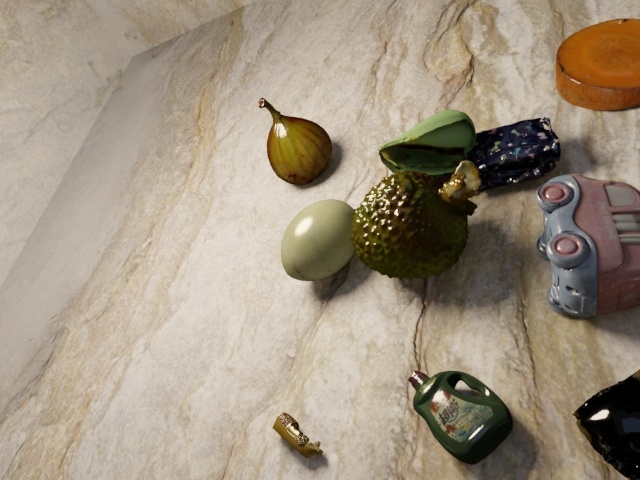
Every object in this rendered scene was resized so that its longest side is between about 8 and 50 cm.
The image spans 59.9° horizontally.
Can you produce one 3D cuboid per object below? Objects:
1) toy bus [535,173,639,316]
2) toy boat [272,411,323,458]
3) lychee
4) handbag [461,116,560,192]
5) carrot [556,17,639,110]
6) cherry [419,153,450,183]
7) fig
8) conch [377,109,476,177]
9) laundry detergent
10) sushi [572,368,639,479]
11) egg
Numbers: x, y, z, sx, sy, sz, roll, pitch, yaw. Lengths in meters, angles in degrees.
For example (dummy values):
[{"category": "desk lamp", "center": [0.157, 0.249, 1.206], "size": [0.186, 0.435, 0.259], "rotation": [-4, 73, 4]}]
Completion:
[{"category": "toy bus", "center": [0.560, 0.005, 1.101], "size": [0.231, 0.197, 0.294], "rotation": [-7, 49, 17]}, {"category": "toy boat", "center": [-0.051, 0.435, 1.235], "size": [0.149, 0.047, 0.049], "rotation": [24, 69, 45]}, {"category": "lychee", "center": [0.222, -0.039, 1.305], "size": [0.320, 0.270, 0.270], "rotation": [-3, 52, 37]}, {"category": "handbag", "center": [0.468, -0.209, 1.401], "size": [0.260, 0.113, 0.162], "rotation": [-12, 42, 28]}, {"category": "carrot", "center": [0.762, -0.449, 1.421], "size": [0.307, 0.100, 0.258], "rotation": [25, 73, 43]}, {"category": "cherry", "center": [0.282, -0.178, 1.470], "size": [0.148, 0.188, 0.115], "rotation": [14, 91, 1]}, {"category": "fig", "center": [-0.093, -0.329, 1.734], "size": [0.217, 0.321, 0.217], "rotation": [-14, 49, 17]}, {"category": "conch", "center": [0.281, -0.226, 1.384], "size": [0.250, 0.143, 0.137], "rotation": [-37, 27, -22]}, {"category": "laundry detergent", "center": [0.262, 0.322, 1.101], "size": [0.144, 0.078, 0.221], "rotation": [-40, 40, -5]}, {"category": "sushi", "center": [0.539, 0.297, 0.860], "size": [0.204, 0.213, 0.200], "rotation": [-42, 63, 16]}, {"category": "egg", "center": [0.000, 0.000, 1.479], "size": [0.253, 0.186, 0.186], "rotation": [-45, 42, -8]}]
